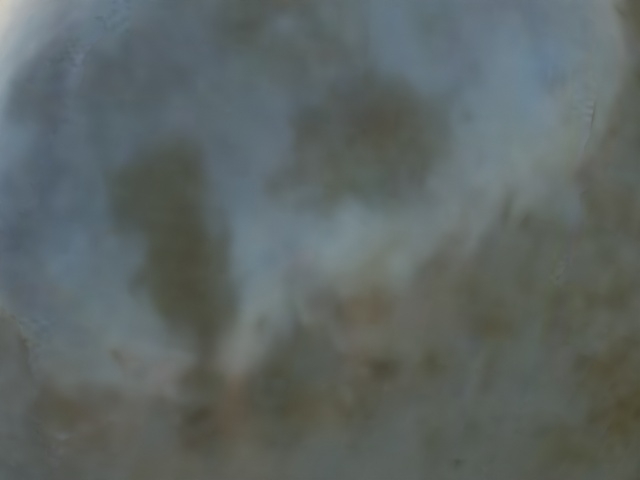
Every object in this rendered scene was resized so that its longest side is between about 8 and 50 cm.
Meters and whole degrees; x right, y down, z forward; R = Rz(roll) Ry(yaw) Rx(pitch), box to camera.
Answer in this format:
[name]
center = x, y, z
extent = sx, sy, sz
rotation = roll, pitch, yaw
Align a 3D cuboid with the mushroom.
[mushroom]
center = 0.000, 0.000, 0.640
extent = 0.297, 0.297, 0.290
rotation = -30, 24, -12
